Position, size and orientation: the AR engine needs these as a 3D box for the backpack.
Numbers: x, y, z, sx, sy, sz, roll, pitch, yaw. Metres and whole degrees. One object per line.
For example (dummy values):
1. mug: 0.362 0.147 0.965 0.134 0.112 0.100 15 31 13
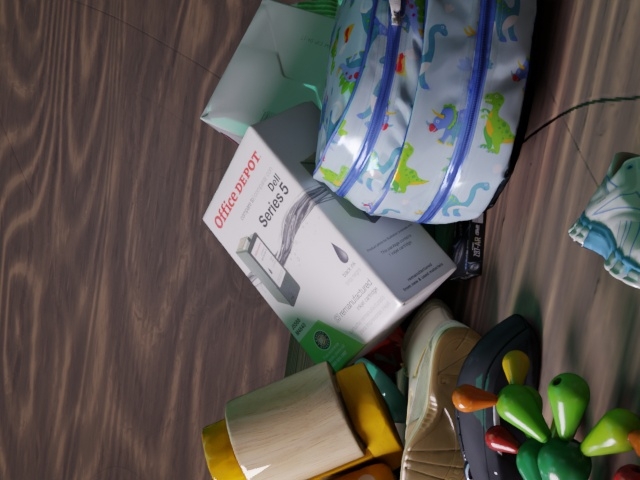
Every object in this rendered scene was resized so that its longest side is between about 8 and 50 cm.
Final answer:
1. backpack: 0.117 -0.192 0.872 0.290 0.273 0.355 149 117 -73

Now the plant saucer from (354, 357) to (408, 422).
1. plant saucer: 0.084 0.220 1.165 0.119 0.021 0.119 44 159 22

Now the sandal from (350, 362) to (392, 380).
1. sandal: 0.056 0.166 1.430 0.445 0.107 0.167 -91 11 -55

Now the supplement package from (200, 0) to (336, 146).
1. supplement package: 0.003 -0.192 1.147 0.145 0.262 0.204 31 -94 -57

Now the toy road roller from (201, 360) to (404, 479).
1. toy road roller: 0.020 0.321 0.965 0.329 0.202 0.240 63 -176 -48

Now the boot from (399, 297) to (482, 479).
1. boot: 0.129 0.183 0.938 0.165 0.077 0.213 -113 33 -80

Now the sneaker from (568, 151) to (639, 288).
1. sneaker: 0.211 -0.016 0.501 0.190 0.071 0.083 -106 30 -73

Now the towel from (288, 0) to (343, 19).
1. towel: 0.058 -0.272 1.254 0.038 0.325 0.248 20 -107 -56

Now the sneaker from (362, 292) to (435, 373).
1. sneaker: 0.106 0.117 1.114 0.118 0.107 0.279 49 157 32

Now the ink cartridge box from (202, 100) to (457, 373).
1. ink cartridge box: 0.000 0.000 0.991 0.115 0.273 0.198 -30 -16 -40

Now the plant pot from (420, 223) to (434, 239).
1. plant pot: 0.024 -0.011 1.288 0.248 0.252 0.247 108 168 -55

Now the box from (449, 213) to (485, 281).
1. box: 0.176 0.004 0.971 0.067 0.018 0.083 135 142 -78

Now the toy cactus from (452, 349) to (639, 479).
1. toy cactus: 0.166 0.185 0.579 0.219 0.112 0.180 -144 51 -73

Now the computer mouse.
1. computer mouse: 0.157 0.200 0.733 0.184 0.060 0.262 -147 64 -84
